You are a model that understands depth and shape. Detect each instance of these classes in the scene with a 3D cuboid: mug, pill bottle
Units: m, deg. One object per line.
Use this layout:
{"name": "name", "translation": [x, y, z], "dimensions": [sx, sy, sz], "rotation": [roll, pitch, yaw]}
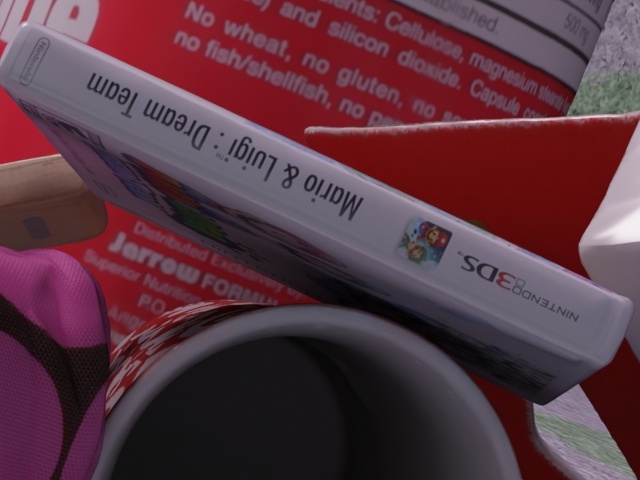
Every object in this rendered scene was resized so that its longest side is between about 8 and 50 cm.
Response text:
{"name": "mug", "translation": [-0.014, 0.085, 0.564], "dimensions": [0.113, 0.150, 0.169], "rotation": [-18, 6, -9]}
{"name": "pill bottle", "translation": [-0.004, -0.103, 0.778], "dimensions": [0.229, 0.407, 0.229], "rotation": [22, 3, -1]}

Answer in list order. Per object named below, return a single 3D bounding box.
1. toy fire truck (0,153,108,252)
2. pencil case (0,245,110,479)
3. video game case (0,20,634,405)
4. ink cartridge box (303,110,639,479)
{"name": "toy fire truck", "translation": [-0.194, -0.020, 0.650], "dimensions": [0.246, 0.158, 0.217], "rotation": [35, 5, 12]}
{"name": "pencil case", "translation": [-0.153, 0.025, 0.433], "dimensions": [0.209, 0.098, 0.095], "rotation": [15, 47, -36]}
{"name": "video game case", "translation": [0.000, 0.000, 0.489], "dimensions": [0.143, 0.019, 0.157], "rotation": [25, -7, 5]}
{"name": "ink cartridge box", "translation": [0.150, 0.083, 0.590], "dimensions": [0.261, 0.066, 0.296], "rotation": [-4, -48, 39]}
